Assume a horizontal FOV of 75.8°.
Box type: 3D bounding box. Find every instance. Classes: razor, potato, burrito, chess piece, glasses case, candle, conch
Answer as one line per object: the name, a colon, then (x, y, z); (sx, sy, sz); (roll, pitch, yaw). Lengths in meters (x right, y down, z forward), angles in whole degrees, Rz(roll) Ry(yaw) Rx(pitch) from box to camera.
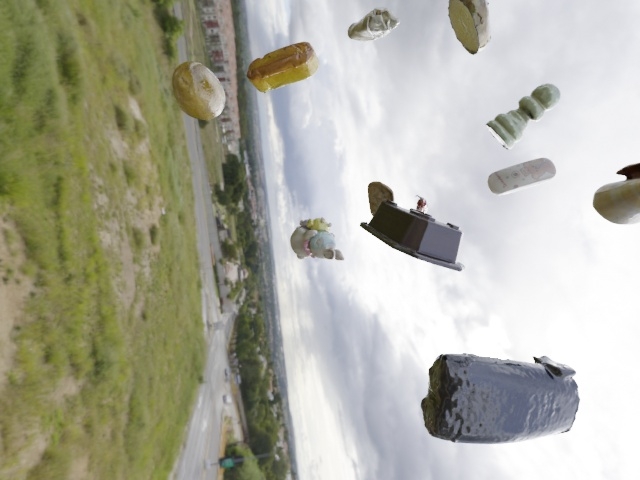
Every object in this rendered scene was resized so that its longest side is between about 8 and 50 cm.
razor: (0.383, 0.333, 0.868); (0.107, 0.327, 0.189); (-147, -117, -76)
potato: (-0.435, -0.537, 1.426); (0.158, 0.178, 0.203); (153, -74, -85)
burrito: (0.131, -0.584, 1.125); (0.275, 0.082, 0.059); (-124, -126, -66)
chess piece: (0.721, -0.449, 1.448); (0.133, 0.243, 0.133); (40, 22, -19)
glasses case: (0.626, -0.200, 1.282); (0.051, 0.204, 0.080); (53, 20, -74)
potato: (0.446, -0.646, 1.199); (0.164, 0.081, 0.200); (61, 9, 29)
candle: (0.383, -0.136, 1.557); (0.162, 0.053, 0.048); (55, 17, -70)
conch: (0.826, -0.115, 1.048); (0.158, 0.127, 0.255); (-53, -177, -5)

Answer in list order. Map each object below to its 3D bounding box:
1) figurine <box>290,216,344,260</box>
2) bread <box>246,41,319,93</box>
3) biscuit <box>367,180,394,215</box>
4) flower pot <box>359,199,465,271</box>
figurine: (0.000, 0.000, 1.482); (0.236, 0.127, 0.155); (5, -106, 51)
bread: (-0.126, -0.572, 1.350); (0.094, 0.246, 0.101); (40, 46, -59)
biscuit: (0.153, -0.093, 1.027); (0.018, 0.071, 0.147); (-56, 151, -26)
flower pot: (0.206, -0.023, 0.892); (0.251, 0.179, 0.084); (-134, -119, -66)
